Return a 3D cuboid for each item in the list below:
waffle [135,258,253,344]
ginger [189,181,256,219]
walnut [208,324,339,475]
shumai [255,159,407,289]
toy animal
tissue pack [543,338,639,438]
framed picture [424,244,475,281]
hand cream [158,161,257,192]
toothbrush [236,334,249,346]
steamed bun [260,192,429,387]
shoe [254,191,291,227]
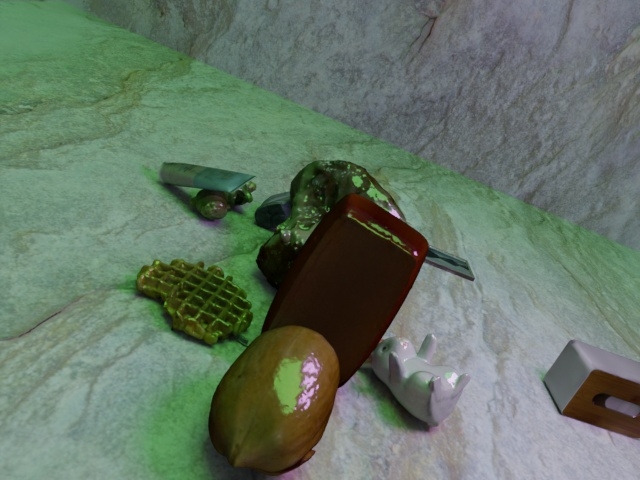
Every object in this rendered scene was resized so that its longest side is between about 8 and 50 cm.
[{"bbox_3d":[-0.267,0.125,1.180,0.249,0.056,0.253,10,29,-29],"label":"waffle"},{"bbox_3d":[-0.283,-0.133,1.650,0.137,0.089,0.290,31,24,12],"label":"ginger"},{"bbox_3d":[-0.078,0.261,0.909,0.203,0.203,0.298,30,29,12],"label":"walnut"},{"bbox_3d":[0.000,0.000,1.415,0.397,0.324,0.323,39,46,21],"label":"shumai"},{"bbox_3d":[0.178,0.265,1.199,0.141,0.138,0.282,-6,36,-41],"label":"toy animal"},{"bbox_3d":[0.746,0.387,1.446,0.246,0.159,0.136,19,23,-10],"label":"tissue pack"},{"bbox_3d":[0.452,0.072,1.989,0.203,0.015,0.150,22,24,-6],"label":"framed picture"},{"bbox_3d":[-0.336,-0.180,1.577,0.312,0.070,0.111,9,33,31],"label":"hand cream"},{"bbox_3d":[-0.105,0.243,1.135,0.167,0.014,0.011,31,21,15],"label":"toothbrush"},{"bbox_3d":[0.047,0.099,1.137,0.235,0.379,0.248,31,13,4],"label":"steamed bun"},{"bbox_3d":[-0.080,-0.114,1.700,0.245,0.095,0.137,-16,23,3],"label":"shoe"}]
